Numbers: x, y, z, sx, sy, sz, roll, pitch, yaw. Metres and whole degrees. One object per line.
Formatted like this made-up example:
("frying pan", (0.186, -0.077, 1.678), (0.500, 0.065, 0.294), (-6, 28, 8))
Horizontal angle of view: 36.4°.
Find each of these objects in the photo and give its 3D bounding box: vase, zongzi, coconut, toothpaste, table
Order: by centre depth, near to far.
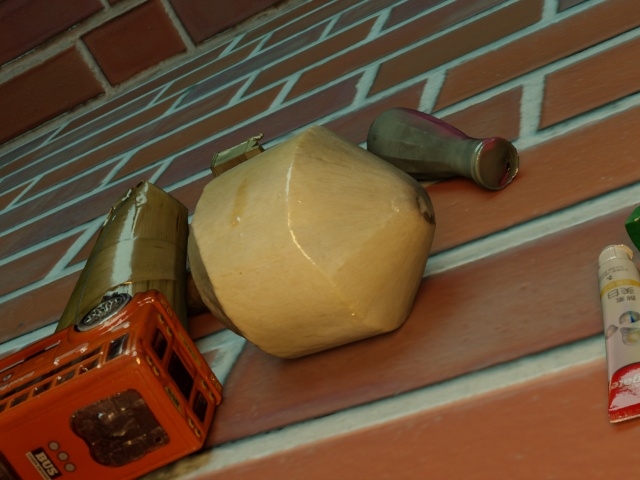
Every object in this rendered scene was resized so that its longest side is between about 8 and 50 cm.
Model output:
("toothpaste", (0.219, 0.060, 0.694), (0.048, 0.031, 0.190), (-19, 25, 20))
("coconut", (0.000, 0.000, 0.892), (0.222, 0.202, 0.202), (-22, 22, 24))
("vase", (0.140, -0.102, 1.116), (0.086, 0.086, 0.214), (-36, 25, -15))
("zongzi", (-0.252, 0.077, 1.119), (0.256, 0.115, 0.228), (-28, 50, 34))
("table", (-0.109, -0.106, 1.460), (0.083, 0.079, 0.062), (-23, 23, 15))

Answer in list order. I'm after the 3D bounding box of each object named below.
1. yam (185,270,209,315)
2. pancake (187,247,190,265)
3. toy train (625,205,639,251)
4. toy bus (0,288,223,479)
("yam", (-0.079, 0.039, 1.101), (0.300, 0.066, 0.066), (-16, 25, 34))
("pancake", (-0.072, -0.026, 1.276), (0.223, 0.042, 0.236), (-21, 25, 12))
("toy train", (0.323, -0.051, 0.760), (0.178, 0.071, 0.105), (-45, 14, -32))
("toy bus", (-0.267, 0.182, 0.910), (0.329, 0.143, 0.153), (-25, 21, 11))
